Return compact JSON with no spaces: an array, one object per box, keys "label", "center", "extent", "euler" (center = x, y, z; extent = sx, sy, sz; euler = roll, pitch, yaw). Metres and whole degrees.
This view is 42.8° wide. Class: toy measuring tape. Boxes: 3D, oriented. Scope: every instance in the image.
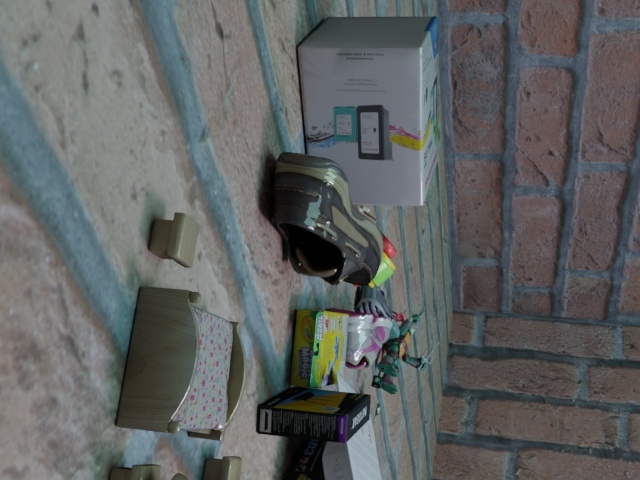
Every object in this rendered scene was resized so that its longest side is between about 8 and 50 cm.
[{"label":"toy measuring tape","center":[0.105,0.052,1.645],"extent":[0.330,0.122,0.121],"euler":[49,46,-69]}]

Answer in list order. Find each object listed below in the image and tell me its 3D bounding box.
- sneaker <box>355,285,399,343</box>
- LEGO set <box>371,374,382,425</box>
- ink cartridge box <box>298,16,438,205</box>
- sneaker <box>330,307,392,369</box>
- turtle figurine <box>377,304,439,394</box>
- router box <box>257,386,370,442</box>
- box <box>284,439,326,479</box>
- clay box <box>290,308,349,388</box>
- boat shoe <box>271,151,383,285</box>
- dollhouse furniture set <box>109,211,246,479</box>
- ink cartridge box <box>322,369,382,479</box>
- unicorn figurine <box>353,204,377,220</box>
[{"label":"sneaker","center":[0.138,0.162,1.887],"extent":[0.223,0.083,0.098],"euler":[67,24,-58]},{"label":"LEGO set","center":[0.092,0.432,1.867],"extent":[0.182,0.060,0.244],"euler":[-54,156,-65]},{"label":"ink cartridge box","center":[0.090,-0.221,1.377],"extent":[0.198,0.197,0.269],"euler":[-63,153,-57]},{"label":"sneaker","center":[0.072,0.199,1.624],"extent":[0.252,0.103,0.111],"euler":[24,74,-68]},{"label":"turtle figurine","center":[0.223,0.284,2.172],"extent":[0.234,0.118,0.175],"euler":[-54,132,-39]},{"label":"router box","center":[-0.005,0.262,1.240],"extent":[0.179,0.133,0.046],"euler":[4,89,-76]},{"label":"box","center":[0.025,0.474,1.429],"extent":[0.293,0.074,0.295],"euler":[-55,137,-59]},{"label":"clay box","center":[-0.002,0.183,1.397],"extent":[0.222,0.053,0.127],"euler":[25,68,-73]},{"label":"boat shoe","center":[0.000,0.000,1.269],"extent":[0.355,0.133,0.130],"euler":[53,51,-56]},{"label":"dollhouse furniture set","center":[-0.071,0.184,0.890],"extent":[0.303,0.174,0.355],"euler":[49,46,-70]},{"label":"ink cartridge box","center":[0.052,0.364,1.380],"extent":[0.189,0.066,0.232],"euler":[57,15,-50]},{"label":"unicorn figurine","center":[0.079,-0.110,1.665],"extent":[0.111,0.060,0.161],"euler":[-1,78,-75]}]
